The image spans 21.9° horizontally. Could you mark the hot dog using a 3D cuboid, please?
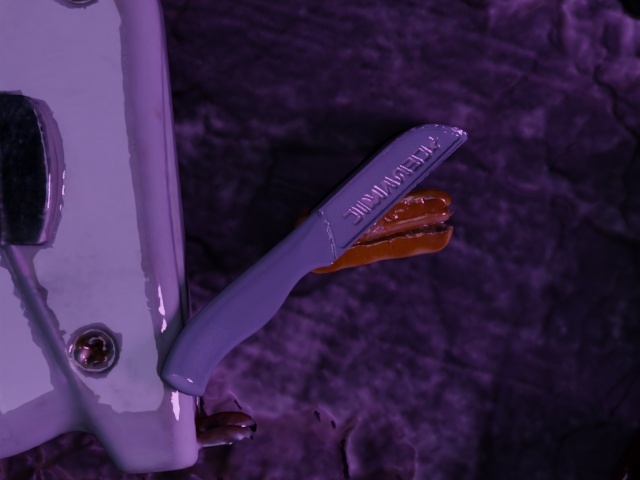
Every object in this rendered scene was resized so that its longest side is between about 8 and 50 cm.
[{"bbox_3d":[0.024,-0.006,0.794,0.083,0.021,0.037,-7,113,-7],"label":"hot dog"}]

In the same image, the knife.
[{"bbox_3d":[-0.001,0.000,0.741,0.028,0.015,0.210,50,55,-5],"label":"knife"}]

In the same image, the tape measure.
[{"bbox_3d":[-0.161,-0.015,0.728,0.246,0.125,0.243,-6,92,-5],"label":"tape measure"}]

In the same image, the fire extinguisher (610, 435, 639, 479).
[{"bbox_3d":[0.240,0.181,0.783,0.231,0.071,0.099,30,56,-4],"label":"fire extinguisher"}]
